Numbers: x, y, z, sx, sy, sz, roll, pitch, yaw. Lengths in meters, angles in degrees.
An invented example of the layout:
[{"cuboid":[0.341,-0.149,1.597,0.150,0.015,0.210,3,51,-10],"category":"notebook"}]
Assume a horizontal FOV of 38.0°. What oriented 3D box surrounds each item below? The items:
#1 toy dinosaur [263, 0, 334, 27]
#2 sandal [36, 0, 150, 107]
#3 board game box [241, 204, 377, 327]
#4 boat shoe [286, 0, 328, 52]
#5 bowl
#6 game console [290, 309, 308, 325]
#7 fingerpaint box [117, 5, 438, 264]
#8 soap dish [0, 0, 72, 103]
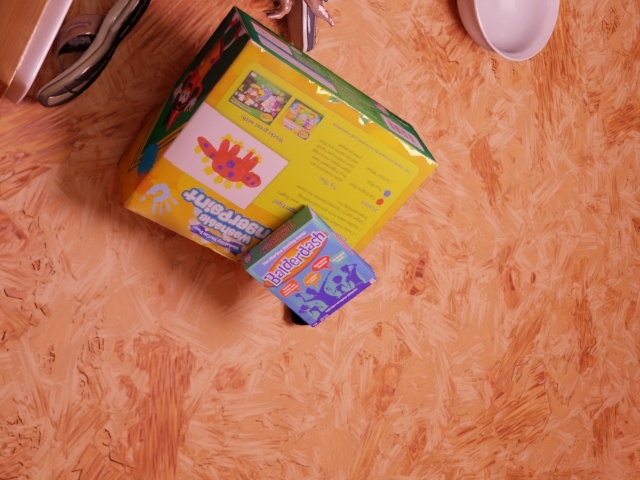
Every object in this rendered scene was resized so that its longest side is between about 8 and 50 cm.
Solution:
[{"cuboid":[-0.062,-0.538,1.732,0.200,0.296,0.127,-48,163,24],"category":"toy dinosaur"},{"cuboid":[-0.391,-0.348,1.583,0.086,0.120,0.303,34,72,-8],"category":"sandal"},{"cuboid":[-0.018,0.052,1.715,0.160,0.047,0.210,-38,127,12],"category":"board game box"},{"cuboid":[-0.026,-0.502,1.849,0.079,0.095,0.255,-8,93,-26],"category":"boat shoe"},{"cuboid":[0.413,-0.567,2.160,0.297,0.134,0.298,-7,102,-37],"category":"bowl"},{"cuboid":[0.000,0.000,1.978,0.213,0.044,0.361,0,98,-38],"category":"game console"},{"cuboid":[-0.079,-0.141,1.689,0.444,0.163,0.371,28,113,-32],"category":"fingerpaint box"},{"cuboid":[-0.462,-0.365,1.444,0.118,0.229,0.291,25,81,-22],"category":"soap dish"}]
